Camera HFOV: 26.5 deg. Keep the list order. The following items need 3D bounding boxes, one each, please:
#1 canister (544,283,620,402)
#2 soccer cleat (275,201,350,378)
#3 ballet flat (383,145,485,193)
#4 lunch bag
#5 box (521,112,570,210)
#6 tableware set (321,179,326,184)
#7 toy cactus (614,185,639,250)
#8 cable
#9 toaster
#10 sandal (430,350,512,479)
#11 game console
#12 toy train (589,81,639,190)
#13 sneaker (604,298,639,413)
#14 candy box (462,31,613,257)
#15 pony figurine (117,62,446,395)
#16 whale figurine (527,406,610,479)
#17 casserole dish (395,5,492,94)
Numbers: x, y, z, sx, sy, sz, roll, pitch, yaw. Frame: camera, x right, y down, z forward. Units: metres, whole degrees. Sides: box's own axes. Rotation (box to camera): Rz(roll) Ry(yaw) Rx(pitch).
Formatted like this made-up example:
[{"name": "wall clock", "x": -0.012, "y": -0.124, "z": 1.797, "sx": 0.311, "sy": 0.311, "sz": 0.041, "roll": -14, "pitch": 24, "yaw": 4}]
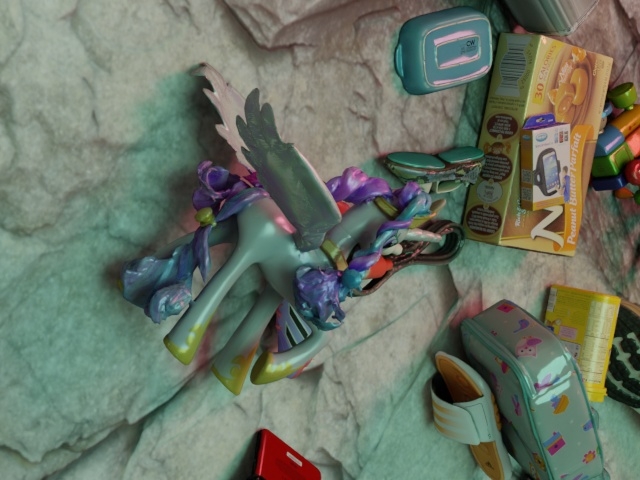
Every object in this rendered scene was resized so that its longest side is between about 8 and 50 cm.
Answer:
[{"name": "canister", "x": 0.409, "y": 0.163, "z": 2.174, "sx": 0.073, "sy": 0.126, "sz": 0.170, "roll": 10, "pitch": 91, "yaw": -42}, {"name": "soccer cleat", "x": -0.026, "y": 0.058, "z": 1.784, "sx": 0.095, "sy": 0.083, "sz": 0.248, "roll": 16, "pitch": 98, "yaw": -13}, {"name": "ballet flat", "x": 0.163, "y": -0.095, "z": 1.945, "sx": 0.188, "sy": 0.070, "sz": 0.070, "roll": -6, "pitch": 104, "yaw": -37}, {"name": "lunch bag", "x": 0.313, "y": 0.238, "z": 2.048, "sx": 0.108, "sy": 0.224, "sz": 0.279, "roll": -27, "pitch": 119, "yaw": -13}, {"name": "box", "x": 0.330, "y": -0.116, "z": 1.989, "sx": 0.081, "sy": 0.028, "sz": 0.136, "roll": -13, "pitch": 109, "yaw": -36}, {"name": "tableware set", "x": 0.000, "y": 0.000, "z": 1.851, "sx": 0.104, "sy": 0.024, "sz": 0.154, "roll": -41, "pitch": 122, "yaw": -31}, {"name": "toy cactus", "x": 0.580, "y": -0.054, "z": 2.309, "sx": 0.180, "sy": 0.112, "sz": 0.219, "roll": -35, "pitch": 120, "yaw": -52}, {"name": "cable", "x": 0.121, "y": 0.022, "z": 1.909, "sx": 0.287, "sy": 0.072, "sz": 0.139, "roll": 10, "pitch": 91, "yaw": -47}, {"name": "toaster", "x": 0.340, "y": -0.400, "z": 1.985, "sx": 0.227, "sy": 0.129, "sz": 0.146, "roll": -55, "pitch": 131, "yaw": -19}, {"name": "sandal", "x": 0.222, "y": 0.287, "z": 2.055, "sx": 0.076, "sy": 0.102, "sz": 0.265, "roll": -37, "pitch": 122, "yaw": -23}, {"name": "game console", "x": -0.075, "y": 0.348, "z": 1.868, "sx": 0.144, "sy": 0.085, "sz": 0.124, "roll": 44, "pitch": 40, "yaw": -39}, {"name": "toy train", "x": 0.516, "y": -0.197, "z": 2.212, "sx": 0.248, "sy": 0.105, "sz": 0.143, "roll": -38, "pitch": 109, "yaw": -29}, {"name": "sneaker", "x": 0.580, "y": 0.201, "z": 2.358, "sx": 0.410, "sy": 0.158, "sz": 0.182, "roll": 46, "pitch": 38, "yaw": -36}, {"name": "candy box", "x": 0.329, "y": -0.142, "z": 2.059, "sx": 0.183, "sy": 0.087, "sz": 0.316, "roll": 8, "pitch": 95, "yaw": -41}, {"name": "pony figurine", "x": -0.062, "y": -0.014, "z": 1.637, "sx": 0.363, "sy": 0.303, "sz": 0.351, "roll": -43, "pitch": 117, "yaw": 3}, {"name": "whale figurine", "x": 0.416, "y": 0.412, "z": 2.217, "sx": 0.216, "sy": 0.141, "sz": 0.272, "roll": -4, "pitch": 109, "yaw": -40}, {"name": "casserole dish", "x": 0.185, "y": -0.270, "z": 1.940, "sx": 0.188, "sy": 0.037, "sz": 0.114, "roll": -19, "pitch": 112, "yaw": -38}]
